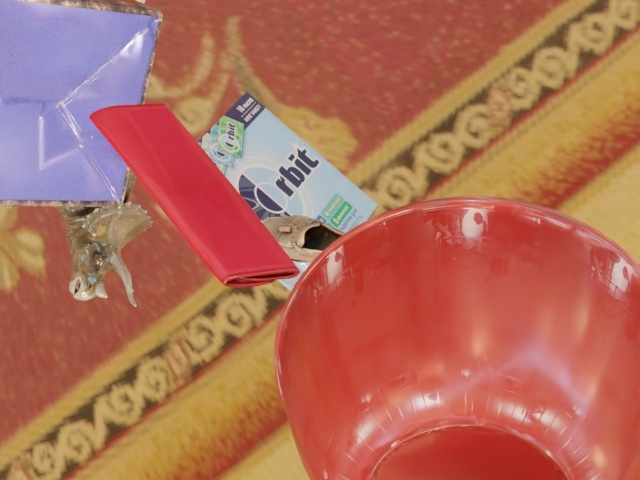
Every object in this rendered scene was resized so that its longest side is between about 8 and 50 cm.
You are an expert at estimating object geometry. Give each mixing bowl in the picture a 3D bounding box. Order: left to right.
[{"bbox_3d":[0.064,0.082,0.703,0.181,0.098,0.181,3,121,5],"label":"mixing bowl"}]

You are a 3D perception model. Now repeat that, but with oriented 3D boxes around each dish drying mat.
[{"bbox_3d":[-0.041,-0.015,0.527,0.032,0.083,0.008,-5,135,-44],"label":"dish drying mat"}]

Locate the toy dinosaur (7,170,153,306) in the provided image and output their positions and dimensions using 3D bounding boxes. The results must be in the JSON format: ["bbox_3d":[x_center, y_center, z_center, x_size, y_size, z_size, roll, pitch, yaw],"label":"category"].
[{"bbox_3d":[-0.242,-0.101,1.731,0.160,0.121,0.314,9,102,10],"label":"toy dinosaur"}]

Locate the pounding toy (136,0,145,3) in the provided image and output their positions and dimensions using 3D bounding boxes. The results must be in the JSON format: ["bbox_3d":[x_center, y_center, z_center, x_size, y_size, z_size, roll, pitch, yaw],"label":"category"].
[{"bbox_3d":[-0.276,-0.273,1.793,0.155,0.269,0.154,31,47,-49],"label":"pounding toy"}]

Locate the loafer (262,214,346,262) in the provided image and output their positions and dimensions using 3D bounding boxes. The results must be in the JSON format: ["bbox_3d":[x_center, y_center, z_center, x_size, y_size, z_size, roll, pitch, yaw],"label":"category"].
[{"bbox_3d":[0.000,0.000,1.477,0.125,0.039,0.045,21,63,23],"label":"loafer"}]

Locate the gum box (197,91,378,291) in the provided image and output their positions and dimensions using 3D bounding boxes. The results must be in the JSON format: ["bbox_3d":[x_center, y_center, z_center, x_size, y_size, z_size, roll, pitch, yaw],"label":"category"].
[{"bbox_3d":[-0.048,-0.048,1.691,0.184,0.157,0.041,41,130,-3],"label":"gum box"}]

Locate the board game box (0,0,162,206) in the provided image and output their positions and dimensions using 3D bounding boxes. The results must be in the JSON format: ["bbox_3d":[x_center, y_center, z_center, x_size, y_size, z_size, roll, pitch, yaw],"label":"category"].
[{"bbox_3d":[-0.293,-0.134,1.122,0.232,0.291,0.141,-1,110,-46],"label":"board game box"}]
